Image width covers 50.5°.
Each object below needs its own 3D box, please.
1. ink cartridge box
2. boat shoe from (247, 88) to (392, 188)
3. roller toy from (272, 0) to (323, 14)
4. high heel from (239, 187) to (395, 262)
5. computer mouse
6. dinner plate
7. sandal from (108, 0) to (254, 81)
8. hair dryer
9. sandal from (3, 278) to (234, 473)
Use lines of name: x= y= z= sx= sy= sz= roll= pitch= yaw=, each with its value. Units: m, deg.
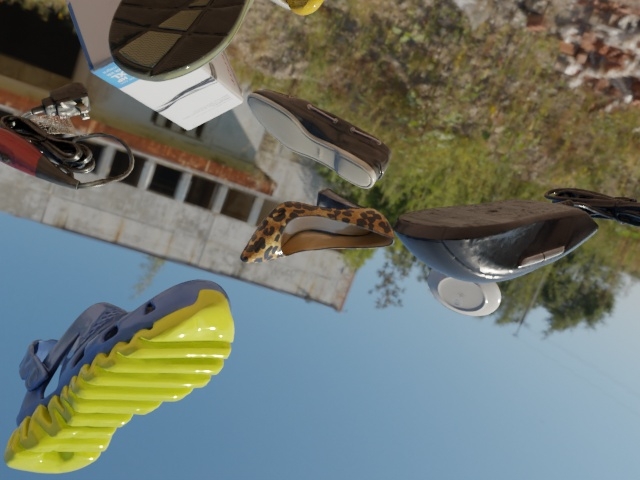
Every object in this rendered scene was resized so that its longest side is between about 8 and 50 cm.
ink cartridge box: x=-0.344 y=-0.434 z=1.420 sx=0.285 sy=0.166 sz=0.395 roll=68 pitch=-168 yaw=13
boat shoe: x=-0.001 y=-0.233 z=1.453 sx=0.335 sy=0.095 sz=0.112 roll=34 pitch=152 yaw=9
roller toy: x=-0.044 y=-0.484 z=1.105 sx=0.146 sy=0.191 sz=0.209 roll=15 pitch=-160 yaw=-48
high heel: x=0.000 y=0.000 z=1.219 sx=0.186 sy=0.093 sz=0.261 roll=32 pitch=-131 yaw=31
computer mouse: x=0.201 y=0.004 z=0.565 sx=0.262 sy=0.060 sz=0.184 roll=-10 pitch=-164 yaw=-35
dinner plate: x=0.265 y=0.096 z=1.265 sx=0.141 sy=0.141 sz=0.017 roll=23 pitch=-129 yaw=15
sandal: x=-0.134 y=-0.283 z=0.802 sx=0.120 sy=0.302 sz=0.086 roll=28 pitch=147 yaw=0
hair dryer: x=-0.374 y=-0.129 z=0.745 sx=0.294 sy=0.080 sz=0.223 roll=-11 pitch=-143 yaw=-27
sandal: x=-0.217 y=0.118 z=0.688 sx=0.126 sy=0.317 sz=0.138 roll=27 pitch=-143 yaw=-47
